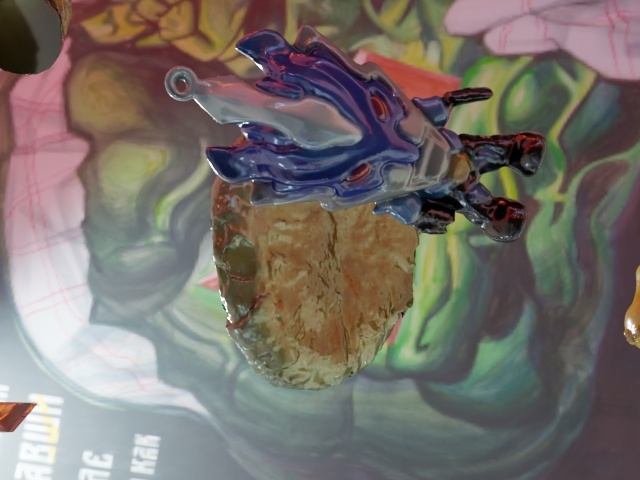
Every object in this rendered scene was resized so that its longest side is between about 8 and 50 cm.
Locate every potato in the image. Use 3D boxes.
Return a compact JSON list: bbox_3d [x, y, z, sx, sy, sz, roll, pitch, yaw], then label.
[{"bbox_3d":[-0.244,-0.194,0.644,0.103,0.096,0.066,-83,-27,-45],"label":"potato"}]

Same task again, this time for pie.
[{"bbox_3d":[0.000,0.000,0.789,0.306,0.071,0.306,7,-100,-45],"label":"pie"}]

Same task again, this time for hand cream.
[{"bbox_3d":[-0.509,0.256,1.106,0.076,0.174,0.047,-74,-19,-69],"label":"hand cream"}]

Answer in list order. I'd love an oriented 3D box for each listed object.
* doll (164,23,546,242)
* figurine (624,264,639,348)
[{"bbox_3d":[0.016,-0.053,0.393,0.070,0.195,0.095,-124,50,-82],"label":"doll"},{"bbox_3d":[0.466,0.072,0.922,0.156,0.246,0.131,59,141,17],"label":"figurine"}]
